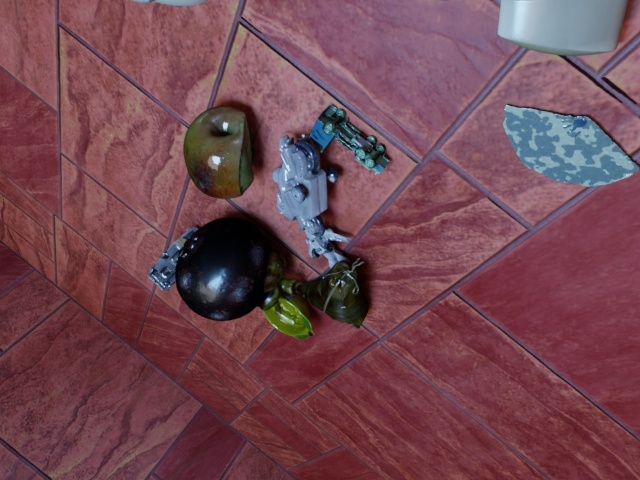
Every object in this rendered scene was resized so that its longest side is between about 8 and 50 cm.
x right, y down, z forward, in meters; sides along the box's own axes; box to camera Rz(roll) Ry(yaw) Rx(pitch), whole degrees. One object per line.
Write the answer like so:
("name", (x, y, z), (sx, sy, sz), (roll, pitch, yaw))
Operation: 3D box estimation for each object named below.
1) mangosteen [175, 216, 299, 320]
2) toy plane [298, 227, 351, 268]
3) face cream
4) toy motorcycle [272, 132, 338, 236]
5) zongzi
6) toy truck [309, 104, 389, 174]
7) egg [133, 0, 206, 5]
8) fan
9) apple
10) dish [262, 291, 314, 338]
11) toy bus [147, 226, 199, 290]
("mangosteen", (-0.249, 0.086, 1.324), (0.296, 0.297, 0.313), (6, 164, 32))
("toy plane", (0.000, 0.000, 1.222), (0.171, 0.066, 0.162), (46, 142, -15))
("face cream", (0.323, -0.409, 0.592), (0.173, 0.081, 0.349), (-3, 128, 7))
("toy motorcycle", (-0.054, -0.129, 1.105), (0.171, 0.110, 0.260), (31, 143, 35))
("zongzi", (0.004, 0.115, 1.260), (0.241, 0.111, 0.248), (18, 151, 24))
("toy truck", (0.061, -0.201, 1.001), (0.175, 0.067, 0.081), (38, 145, -4))
("egg", (-0.250, -0.563, 0.832), (0.264, 0.174, 0.287), (3, 103, 33))
("fan", (0.418, -0.162, 0.814), (0.240, 0.009, 0.131), (30, 138, 10))
("apple", (-0.240, -0.208, 1.124), (0.188, 0.173, 0.207), (79, 172, -59))
("dish", (-0.090, 0.218, 1.465), (0.207, 0.080, 0.149), (30, 134, 12))
("toy bus", (-0.476, 0.071, 1.568), (0.097, 0.138, 0.342), (47, 139, -7))
